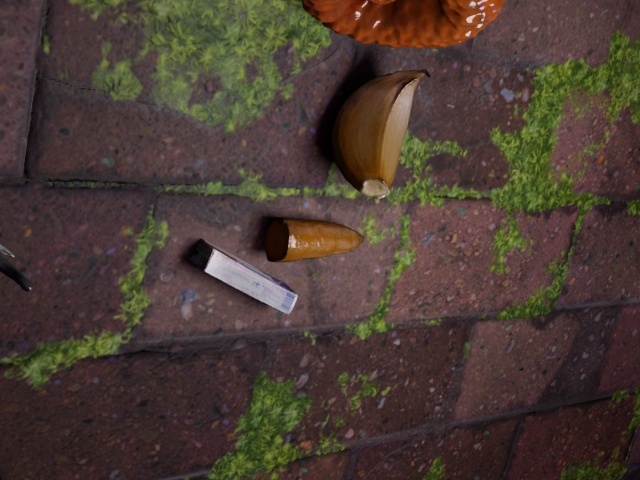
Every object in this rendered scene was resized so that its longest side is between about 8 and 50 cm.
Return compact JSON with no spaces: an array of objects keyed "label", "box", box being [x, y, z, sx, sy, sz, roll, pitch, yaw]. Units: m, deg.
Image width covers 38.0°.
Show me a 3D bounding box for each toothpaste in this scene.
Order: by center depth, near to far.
[{"label":"toothpaste","box":[-0.113,0.058,1.426,0.196,0.047,0.040,32,92,-43]}]

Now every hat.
[{"label":"hat","box":[0.124,-0.477,1.248,0.285,0.285,0.400,12,84,-42]}]

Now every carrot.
[{"label":"carrot","box":[0.000,0.000,1.485,0.205,0.072,0.072,1,110,-46]}]

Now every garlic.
[{"label":"garlic","box":[0.081,-0.176,1.434,0.115,0.128,0.206,19,96,1]}]

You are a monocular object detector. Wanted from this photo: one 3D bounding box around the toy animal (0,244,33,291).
[{"label":"toy animal","box":[-0.449,-0.035,1.052,0.082,0.137,0.269,-52,125,-11]}]
